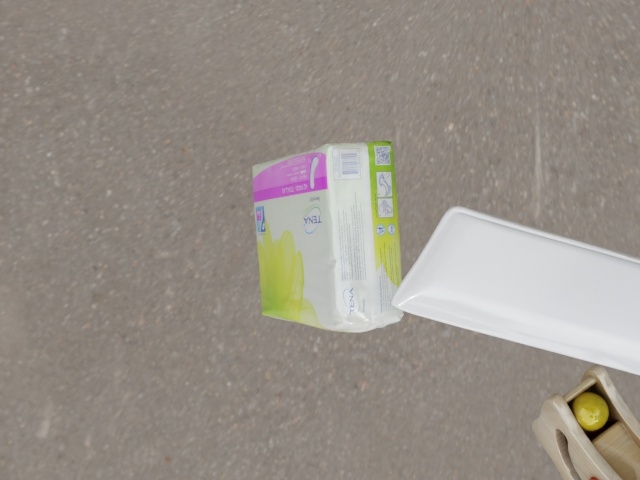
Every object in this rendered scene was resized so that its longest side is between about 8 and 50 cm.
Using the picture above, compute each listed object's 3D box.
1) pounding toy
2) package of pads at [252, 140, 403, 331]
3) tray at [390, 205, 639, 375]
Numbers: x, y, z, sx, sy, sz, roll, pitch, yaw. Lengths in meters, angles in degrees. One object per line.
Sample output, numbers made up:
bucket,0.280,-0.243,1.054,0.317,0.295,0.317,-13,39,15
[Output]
pounding toy,0.324,0.290,1.060,0.155,0.154,0.269,-30,83,-18
package of pads,0.000,0.000,1.249,0.101,0.296,0.229,-4,90,-22
tray,0.208,0.042,0.808,0.270,0.030,0.145,16,141,-9
